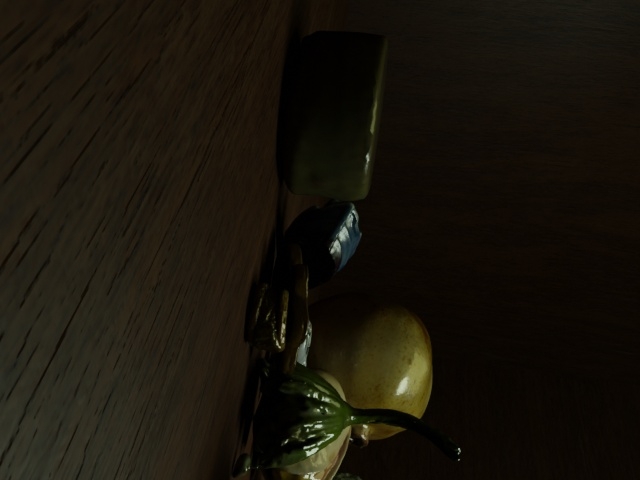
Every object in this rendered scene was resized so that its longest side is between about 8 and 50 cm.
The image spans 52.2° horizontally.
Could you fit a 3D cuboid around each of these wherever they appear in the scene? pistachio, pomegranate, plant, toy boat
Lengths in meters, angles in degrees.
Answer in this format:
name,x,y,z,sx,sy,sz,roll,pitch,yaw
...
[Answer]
name,x,y,z,sx,sy,sz,roll,pitch,yaw
pistachio,-0.030,0.393,1.352,0.299,0.187,0.187,-71,169,-57
pomegranate,0.092,0.329,1.659,0.416,0.417,0.416,8,90,-88
plant,0.028,0.323,1.111,0.251,0.333,0.180,-116,-133,-72
toy boat,0.000,0.000,1.229,0.142,0.129,0.309,-60,-175,-27

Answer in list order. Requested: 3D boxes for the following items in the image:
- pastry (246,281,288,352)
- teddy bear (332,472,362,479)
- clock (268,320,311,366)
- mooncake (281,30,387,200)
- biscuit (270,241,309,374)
name,x,y,z,sx,sy,sz,roll,pitch,yaw
pastry,-0.074,0.113,0.956,0.097,0.057,0.109,-81,179,-63
teddy bear,-0.065,0.685,1.334,0.357,0.224,0.367,-46,148,-62
clock,-0.065,0.223,1.262,0.117,0.080,0.176,-62,161,-81
mooncake,0.024,-0.208,1.092,0.284,0.156,0.284,10,90,-86
biscuit,-0.051,0.099,1.073,0.236,0.039,0.180,-102,-156,-50
